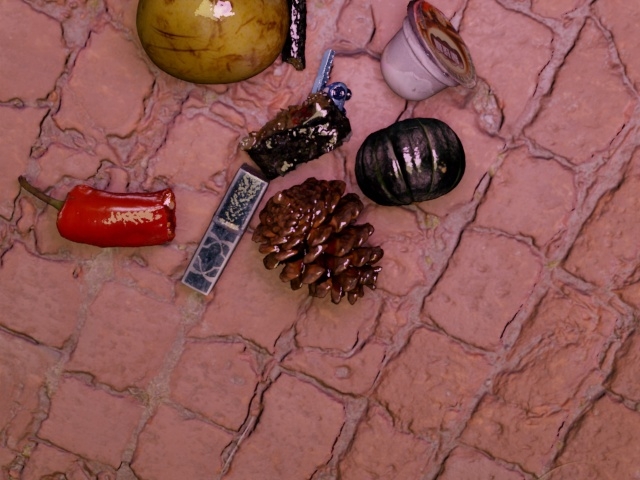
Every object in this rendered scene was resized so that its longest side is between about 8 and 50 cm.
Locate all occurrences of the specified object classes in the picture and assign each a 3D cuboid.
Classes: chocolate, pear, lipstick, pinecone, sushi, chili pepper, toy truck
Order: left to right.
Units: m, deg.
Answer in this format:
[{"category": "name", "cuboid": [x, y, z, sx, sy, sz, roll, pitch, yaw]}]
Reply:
[{"category": "chili pepper", "cuboid": [-0.477, -0.048, 1.554, 0.338, 0.134, 0.131, 3, 117, 0]}, {"category": "pear", "cuboid": [-0.201, -0.421, 1.388, 0.283, 0.283, 0.284, 1, 104, 2]}, {"category": "lipstick", "cuboid": [-0.202, -0.020, 1.579, 0.077, 0.076, 0.290, 28, 106, -7]}, {"category": "sushi", "cuboid": [-0.042, -0.214, 1.474, 0.212, 0.147, 0.115, -22, 107, 30]}, {"category": "pinecone", "cuboid": [0.000, 0.000, 1.503, 0.244, 0.244, 0.309, -35, 117, 10]}, {"category": "toy truck", "cuboid": [0.027, -0.312, 1.506, 0.074, 0.063, 0.136, 22, 101, 16]}, {"category": "chocolate", "cuboid": [0.189, -0.355, 1.443, 0.147, 0.221, 0.221, -25, 103, 34]}]

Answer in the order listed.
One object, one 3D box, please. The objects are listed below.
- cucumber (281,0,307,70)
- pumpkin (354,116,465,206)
[{"category": "cucumber", "cuboid": [-0.051, -0.432, 1.483, 0.053, 0.053, 0.181, 3, 102, 2]}, {"category": "pumpkin", "cuboid": [0.176, -0.149, 1.460, 0.220, 0.220, 0.162, -9, 84, 5]}]
